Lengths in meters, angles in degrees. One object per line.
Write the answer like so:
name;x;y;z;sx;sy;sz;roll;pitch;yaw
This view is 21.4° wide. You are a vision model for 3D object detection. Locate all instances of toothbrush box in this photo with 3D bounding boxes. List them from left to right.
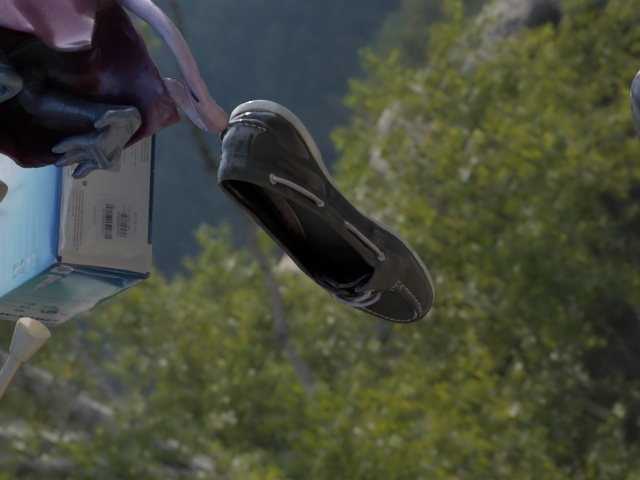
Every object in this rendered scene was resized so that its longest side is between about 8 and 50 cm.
toothbrush box;-0.319;-0.031;2.079;0.295;0.126;0.216;-27;58;55

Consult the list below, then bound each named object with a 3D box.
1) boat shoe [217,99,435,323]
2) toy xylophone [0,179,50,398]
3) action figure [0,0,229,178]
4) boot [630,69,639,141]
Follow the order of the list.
boat shoe;0.000;0.000;1.728;0.112;0.335;0.095;-11;44;36
toy xylophone;-0.355;0.076;1.412;0.323;0.236;0.081;-51;1;25
action figure;-0.246;-0.243;1.438;0.248;0.275;0.370;68;-170;-46
boot;0.366;-0.035;1.435;0.091;0.263;0.229;-35;25;-3
